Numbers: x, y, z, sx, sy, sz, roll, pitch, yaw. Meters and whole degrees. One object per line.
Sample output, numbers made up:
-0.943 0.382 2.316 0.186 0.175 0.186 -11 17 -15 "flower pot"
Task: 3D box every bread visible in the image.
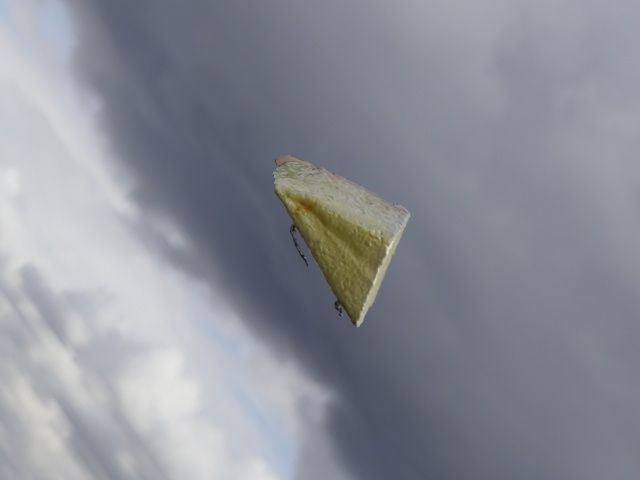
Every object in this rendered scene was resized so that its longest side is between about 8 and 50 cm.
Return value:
0.000 0.000 1.407 0.109 0.080 0.084 25 18 0 "bread"
